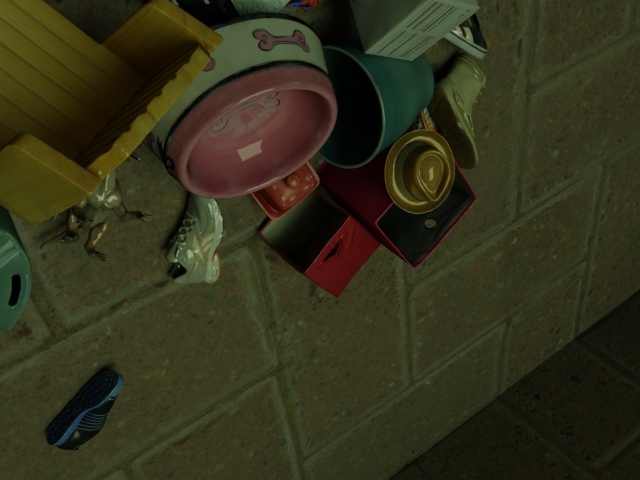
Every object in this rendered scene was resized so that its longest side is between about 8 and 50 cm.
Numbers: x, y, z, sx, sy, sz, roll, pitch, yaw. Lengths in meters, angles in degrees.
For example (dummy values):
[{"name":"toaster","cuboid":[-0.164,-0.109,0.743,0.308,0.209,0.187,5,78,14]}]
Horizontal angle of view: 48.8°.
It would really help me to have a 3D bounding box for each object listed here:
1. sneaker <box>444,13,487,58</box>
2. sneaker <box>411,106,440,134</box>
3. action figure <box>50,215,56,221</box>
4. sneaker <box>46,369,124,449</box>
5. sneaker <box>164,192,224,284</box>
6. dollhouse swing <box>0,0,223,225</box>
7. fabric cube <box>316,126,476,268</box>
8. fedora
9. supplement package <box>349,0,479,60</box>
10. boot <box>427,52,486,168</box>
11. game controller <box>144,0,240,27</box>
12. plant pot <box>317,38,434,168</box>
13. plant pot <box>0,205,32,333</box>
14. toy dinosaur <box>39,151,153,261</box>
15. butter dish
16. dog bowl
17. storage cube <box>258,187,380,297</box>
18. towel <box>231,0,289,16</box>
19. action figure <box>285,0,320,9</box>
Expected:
[{"name":"sneaker","cuboid":[0.325,-0.550,1.715,0.321,0.126,0.128,14,114,-44]},{"name":"sneaker","cuboid":[0.267,-0.314,1.872,0.084,0.083,0.215,-41,124,-45]},{"name":"action figure","cuboid":[-0.496,-0.165,1.244,0.140,0.164,0.276,-14,127,9]},{"name":"sneaker","cuboid":[-0.542,0.406,1.680,0.232,0.081,0.090,-43,141,2]},{"name":"sneaker","cuboid":[-0.292,-0.002,1.593,0.121,0.099,0.263,-14,126,-29]},{"name":"dollhouse swing","cuboid":[-0.398,-0.259,1.028,0.305,0.315,0.347,47,55,-23]},{"name":"fabric cube","cuboid":[0.191,-0.132,1.800,0.254,0.258,0.259,-49,139,-3]},{"name":"fedora","cuboid":[0.237,-0.150,1.584,0.194,0.079,0.195,-5,106,-18]},{"name":"supplement package","cuboid":[0.169,-0.537,1.437,0.145,0.262,0.204,-3,163,-39]},{"name":"boot","cuboid":[0.385,-0.343,1.881,0.203,0.095,0.262,-54,126,-33]},{"name":"game controller","cuboid":[-0.250,-0.448,1.246,0.319,0.166,0.067,53,42,-53]},{"name":"plant pot","cuboid":[0.115,-0.333,1.601,0.255,0.271,0.272,-30,136,-39]},{"name":"plant pot","cuboid":[-0.633,0.002,1.111,0.341,0.334,0.341,-22,132,-27]},{"name":"toy dinosaur","cuboid":[-0.437,-0.090,1.375,0.127,0.200,0.295,16,137,-43]},{"name":"butter dish","cuboid":[-0.080,-0.142,1.634,0.160,0.118,0.160,-41,113,-11]},{"name":"dog bowl","cuboid":[-0.146,-0.239,1.382,0.407,0.150,0.408,-25,158,-11]},{"name":"storage cube","cuboid":[0.000,0.000,1.765,0.184,0.215,0.193,-51,145,0]},{"name":"towel","cuboid":[-0.126,-0.597,1.299,0.374,0.090,0.320,-45,134,-2]},{"name":"action figure","cuboid":[-0.042,-0.509,1.494,0.115,0.030,0.038,-13,132,-41]}]
